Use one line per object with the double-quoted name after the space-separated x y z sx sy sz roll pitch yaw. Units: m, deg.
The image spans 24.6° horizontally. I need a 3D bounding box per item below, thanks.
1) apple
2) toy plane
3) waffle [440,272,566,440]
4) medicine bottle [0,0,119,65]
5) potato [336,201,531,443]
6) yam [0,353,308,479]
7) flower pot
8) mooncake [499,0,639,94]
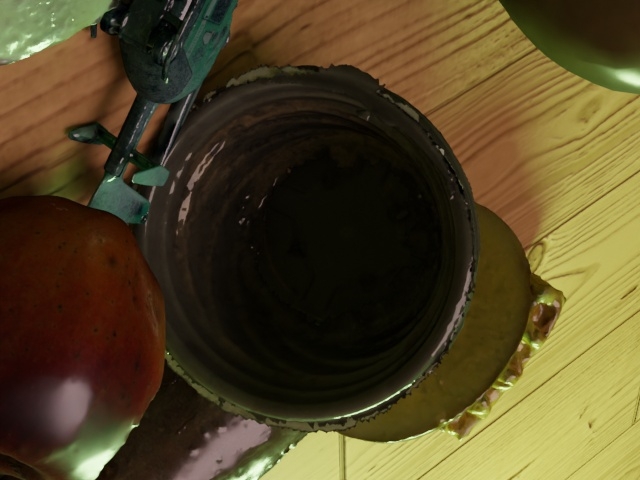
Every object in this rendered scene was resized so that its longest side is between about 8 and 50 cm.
-0.170 0.053 0.846 0.147 0.156 0.158 50 52 -58 "apple"
-0.091 -0.109 0.866 0.235 0.060 0.096 -64 159 12 "toy plane"
0.154 0.098 1.289 0.160 0.055 0.211 -53 174 2 "waffle"
-0.159 -0.169 0.632 0.147 0.147 0.143 -32 142 -27 "medicine bottle"
0.068 0.074 1.154 0.158 0.178 0.203 71 41 -72 "potato"
-0.138 0.169 1.027 0.280 0.131 0.131 -38 146 -14 "yam"
0.000 0.000 0.968 0.235 0.235 0.140 -59 171 12 "flower pot"
0.292 -0.194 0.900 0.467 0.467 0.262 2 125 -52 "mooncake"
